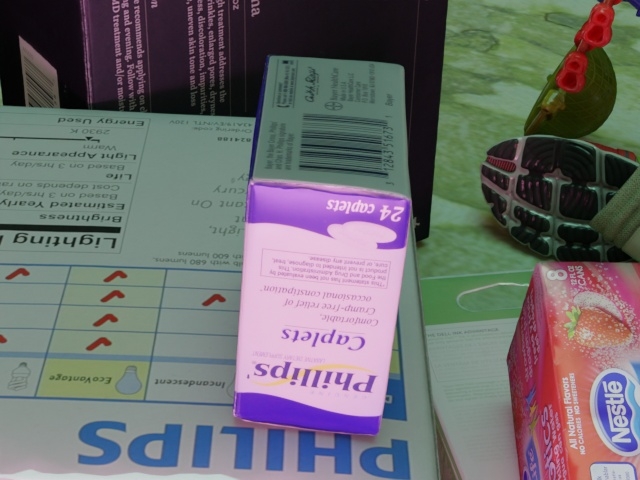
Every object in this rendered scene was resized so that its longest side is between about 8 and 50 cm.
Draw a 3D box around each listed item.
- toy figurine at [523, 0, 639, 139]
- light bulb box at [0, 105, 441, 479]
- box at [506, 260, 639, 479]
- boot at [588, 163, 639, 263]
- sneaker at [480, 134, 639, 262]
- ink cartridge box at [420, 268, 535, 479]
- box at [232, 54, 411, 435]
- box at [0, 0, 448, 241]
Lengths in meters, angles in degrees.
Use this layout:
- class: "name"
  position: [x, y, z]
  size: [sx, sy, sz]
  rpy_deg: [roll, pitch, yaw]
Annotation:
- class: "toy figurine"
  position: [0.330, -0.158, 1.171]
  size: [0.217, 0.362, 0.191]
  rpy_deg: [26, 45, 4]
- class: "light bulb box"
  position: [-0.123, 0.100, 0.806]
  size: [0.358, 0.225, 0.361]
  rpy_deg: [2, 35, -1]
- class: "box"
  position: [0.190, 0.147, 0.782]
  size: [0.128, 0.122, 0.256]
  rpy_deg: [1, 54, -4]
- class: "boot"
  position: [0.336, -0.035, 1.053]
  size: [0.213, 0.077, 0.165]
  rpy_deg: [-44, 75, -2]
- class: "sneaker"
  position: [0.277, -0.033, 1.170]
  size: [0.279, 0.107, 0.118]
  rpy_deg: [12, 16, 9]
- class: "ink cartridge box"
  position: [0.154, 0.111, 0.958]
  size: [0.171, 0.056, 0.235]
  rpy_deg: [-4, 34, -10]
- class: "box"
  position: [0.000, 0.000, 0.642]
  size: [0.072, 0.137, 0.126]
  rpy_deg: [5, 34, -1]
- class: "box"
  position: [-0.076, -0.135, 1.056]
  size: [0.313, 0.343, 0.179]
  rpy_deg: [-18, 38, -28]
